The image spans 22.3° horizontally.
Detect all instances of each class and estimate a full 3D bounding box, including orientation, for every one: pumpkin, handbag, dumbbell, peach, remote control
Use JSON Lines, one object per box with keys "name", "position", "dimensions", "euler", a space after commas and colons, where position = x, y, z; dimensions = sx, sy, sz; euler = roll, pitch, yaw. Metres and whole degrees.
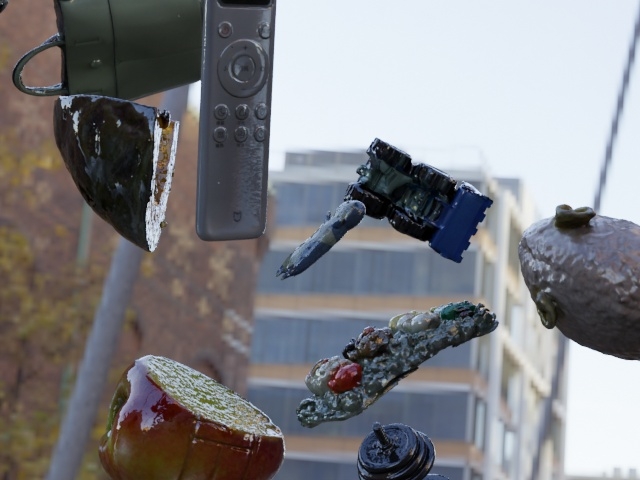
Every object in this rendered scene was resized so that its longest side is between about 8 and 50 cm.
{"name": "pumpkin", "position": [-0.249, -0.081, 1.927], "dimensions": [0.148, 0.169, 0.312], "euler": [9, 2, 2]}
{"name": "handbag", "position": [-0.323, -0.297, 2.462], "dimensions": [0.315, 0.109, 0.241], "euler": [-16, -41, -18]}
{"name": "dumbbell", "position": [0.105, 0.292, 1.937], "dimensions": [0.099, 0.099, 0.208], "euler": [-5, -51, 31]}
{"name": "peach", "position": [-0.192, 0.309, 2.447], "dimensions": [0.275, 0.248, 0.245], "euler": [18, -53, -6]}
{"name": "remote control", "position": [-0.069, -0.128, 1.376], "dimensions": [0.067, 0.261, 0.029], "euler": [-3, 12, -32]}

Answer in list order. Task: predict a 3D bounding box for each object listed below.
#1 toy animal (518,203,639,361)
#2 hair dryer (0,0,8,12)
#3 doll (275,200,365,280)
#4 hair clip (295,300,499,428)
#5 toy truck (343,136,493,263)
{"name": "toy animal", "position": [0.410, 0.066, 2.220], "dimensions": [0.358, 0.188, 0.226], "euler": [23, 7, 33]}
{"name": "hair dryer", "position": [-0.375, -0.389, 2.041], "dimensions": [0.352, 0.189, 0.107], "euler": [-30, -4, -39]}
{"name": "doll", "position": [0.000, 0.000, 1.776], "dimensions": [0.027, 0.125, 0.037], "euler": [53, -10, -25]}
{"name": "hair clip", "position": [0.098, 0.149, 2.224], "dimensions": [0.321, 0.091, 0.138], "euler": [-29, 6, -35]}
{"name": "toy truck", "position": [0.150, -0.059, 2.434], "dimensions": [0.208, 0.113, 0.126], "euler": [30, 7, 14]}
